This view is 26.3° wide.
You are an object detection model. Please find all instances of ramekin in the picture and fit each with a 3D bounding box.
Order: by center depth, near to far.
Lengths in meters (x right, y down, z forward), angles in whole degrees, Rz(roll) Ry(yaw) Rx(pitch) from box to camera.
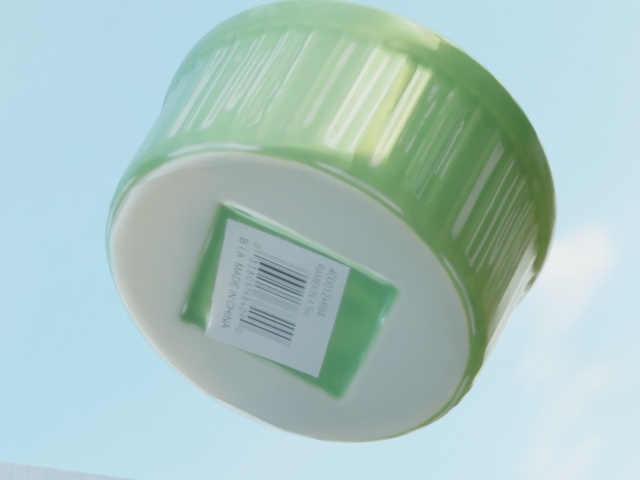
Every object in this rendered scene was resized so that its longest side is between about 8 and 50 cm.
[{"bbox_3d":[0.000,0.000,0.951,0.148,0.303,0.303,-61,-17,-44],"label":"ramekin"}]

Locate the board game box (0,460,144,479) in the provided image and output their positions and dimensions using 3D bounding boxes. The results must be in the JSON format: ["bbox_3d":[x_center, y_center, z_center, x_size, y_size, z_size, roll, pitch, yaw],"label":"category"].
[{"bbox_3d":[-0.055,0.190,0.804,0.319,0.318,0.065,30,-114,-53],"label":"board game box"}]
